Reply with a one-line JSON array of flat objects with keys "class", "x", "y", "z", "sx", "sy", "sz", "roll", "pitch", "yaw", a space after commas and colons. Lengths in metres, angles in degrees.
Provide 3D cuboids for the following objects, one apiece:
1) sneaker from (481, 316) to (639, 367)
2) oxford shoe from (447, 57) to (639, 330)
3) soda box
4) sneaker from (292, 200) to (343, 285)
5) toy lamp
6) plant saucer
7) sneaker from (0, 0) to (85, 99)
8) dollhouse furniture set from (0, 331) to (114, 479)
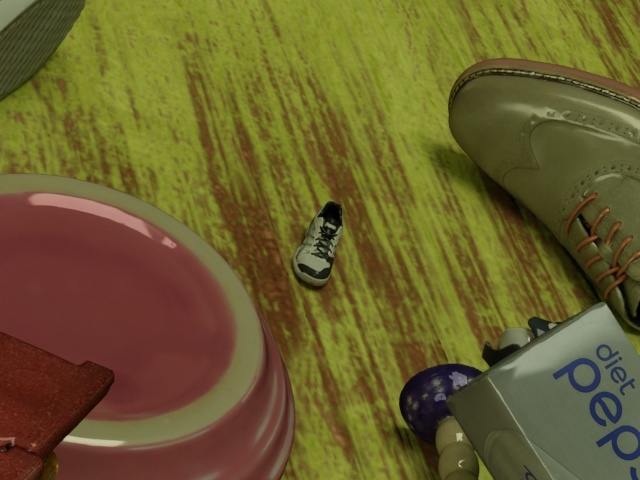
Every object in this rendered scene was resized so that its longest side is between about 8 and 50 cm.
[{"class": "sneaker", "x": 0.167, "y": 0.132, "z": 1.171, "sx": 0.153, "sy": 0.094, "sz": 0.235, "roll": 30, "pitch": 41, "yaw": 16}, {"class": "oxford shoe", "x": 0.265, "y": -0.018, "z": 1.380, "sx": 0.397, "sy": 0.140, "sz": 0.146, "roll": 32, "pitch": 43, "yaw": 13}, {"class": "soda box", "x": 0.200, "y": 0.188, "z": 1.010, "sx": 0.098, "sy": 0.091, "sz": 0.286, "roll": -29, "pitch": 83, "yaw": -18}, {"class": "sneaker", "x": 0.000, "y": 0.000, "z": 1.282, "sx": 0.032, "sy": 0.037, "sz": 0.083, "roll": 21, "pitch": 37, "yaw": -9}, {"class": "toy lamp", "x": 0.096, "y": 0.196, "z": 1.057, "sx": 0.080, "sy": 0.080, "sz": 0.275, "roll": 13, "pitch": 37, "yaw": -15}, {"class": "plant saucer", "x": -0.167, "y": 0.066, "z": 1.063, "sx": 0.332, "sy": 0.084, "sz": 0.332, "roll": 17, "pitch": 36, "yaw": -13}, {"class": "sneaker", "x": -0.296, "y": -0.157, "z": 1.231, "sx": 0.127, "sy": 0.126, "sz": 0.321, "roll": 35, "pitch": 38, "yaw": 5}, {"class": "dollhouse furniture set", "x": -0.312, "y": 0.105, "z": 0.842, "sx": 0.374, "sy": 0.201, "sz": 0.152, "roll": 24, "pitch": 36, "yaw": 10}]
